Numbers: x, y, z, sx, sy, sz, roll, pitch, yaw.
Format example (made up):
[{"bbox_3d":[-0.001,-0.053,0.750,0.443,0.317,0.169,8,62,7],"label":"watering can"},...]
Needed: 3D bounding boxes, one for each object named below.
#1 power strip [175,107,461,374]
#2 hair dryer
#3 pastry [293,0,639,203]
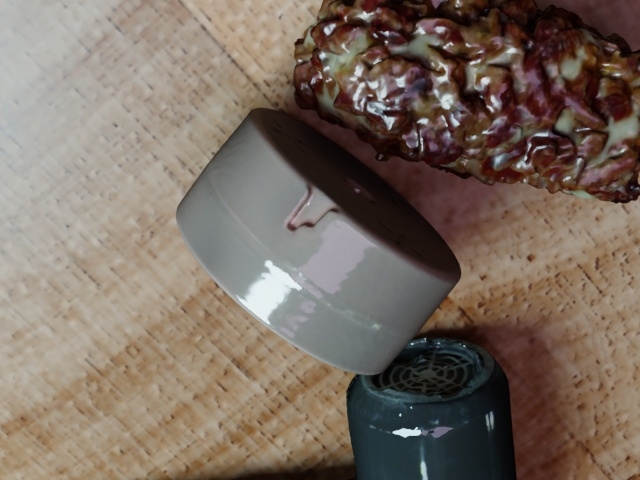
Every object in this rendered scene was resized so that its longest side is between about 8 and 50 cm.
[{"bbox_3d":[0.000,0.000,0.685,0.154,0.154,0.078,34,104,-18],"label":"power strip"},{"bbox_3d":[-0.048,0.173,0.792,0.352,0.107,0.189,-6,112,3],"label":"hair dryer"},{"bbox_3d":[0.089,-0.084,0.687,0.208,0.097,0.115,16,101,-11],"label":"pastry"}]
